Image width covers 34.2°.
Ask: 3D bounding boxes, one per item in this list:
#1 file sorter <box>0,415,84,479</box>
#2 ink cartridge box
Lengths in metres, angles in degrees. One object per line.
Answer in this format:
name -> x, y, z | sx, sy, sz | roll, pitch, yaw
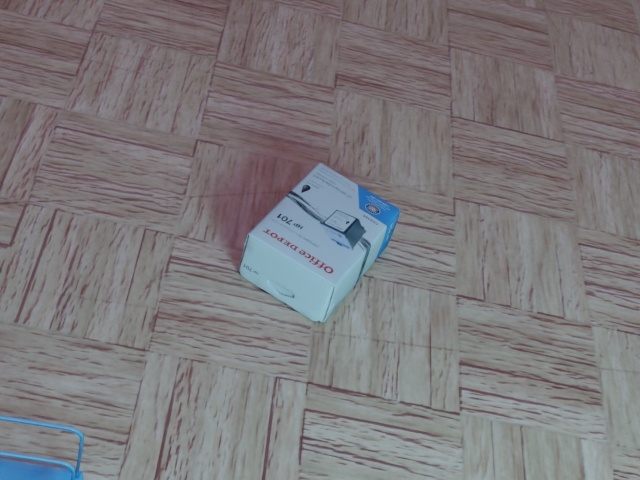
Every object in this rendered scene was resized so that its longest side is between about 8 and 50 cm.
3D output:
file sorter -> -0.307, 0.273, 1.030 | 0.118, 0.104, 0.170 | 11, 46, -8
ink cartridge box -> 0.000, 0.000, 1.409 | 0.140, 0.082, 0.190 | 31, 44, 12
